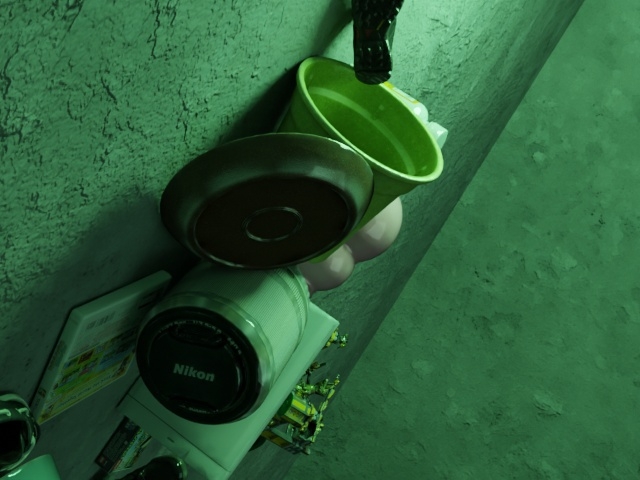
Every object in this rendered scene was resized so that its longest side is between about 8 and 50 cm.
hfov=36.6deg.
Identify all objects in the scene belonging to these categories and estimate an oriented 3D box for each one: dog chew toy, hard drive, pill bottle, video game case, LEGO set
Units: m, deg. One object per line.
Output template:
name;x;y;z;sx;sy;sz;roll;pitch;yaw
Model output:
dog chew toy;0.000;0.000;1.855;0.332;0.206;0.206;-45;165;-9
hard drive;-0.163;0.222;1.713;0.353;0.233;0.047;-54;166;-6
pill bottle;0.113;-0.210;1.690;0.117;0.208;0.117;-51;166;-18
video game case;-0.328;0.156;1.446;0.206;0.026;0.227;-62;166;23
LEGO set;-0.026;0.358;2.312;0.255;0.192;0.331;-37;-151;38

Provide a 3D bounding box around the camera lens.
camera lens;-0.148;0.142;1.532;0.219;0.219;0.274;-63;176;28

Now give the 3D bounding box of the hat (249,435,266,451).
hat;-0.222;0.420;2.416;0.209;0.183;0.173;-12;147;0

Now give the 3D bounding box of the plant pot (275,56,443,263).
plant pot;0.012;-0.108;1.556;0.254;0.276;0.276;-51;170;30

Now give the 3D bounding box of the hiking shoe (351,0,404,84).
hiking shoe;0.083;-0.368;1.529;0.114;0.086;0.226;-98;-167;-57

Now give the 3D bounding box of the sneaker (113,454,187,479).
sneaker;-0.361;0.480;1.836;0.228;0.087;0.130;-25;173;23

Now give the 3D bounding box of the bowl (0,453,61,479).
bowl;-0.444;0.452;1.303;0.311;0.163;0.311;-40;174;-5

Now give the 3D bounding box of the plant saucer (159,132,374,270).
plant saucer;-0.072;-0.039;1.385;0.311;0.050;0.310;-8;147;-5

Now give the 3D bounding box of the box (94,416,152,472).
box;-0.334;0.342;1.831;0.207;0.036;0.114;-55;166;0

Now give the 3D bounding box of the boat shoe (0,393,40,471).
boat shoe;-0.417;0.252;1.225;0.114;0.091;0.302;-53;166;-9
